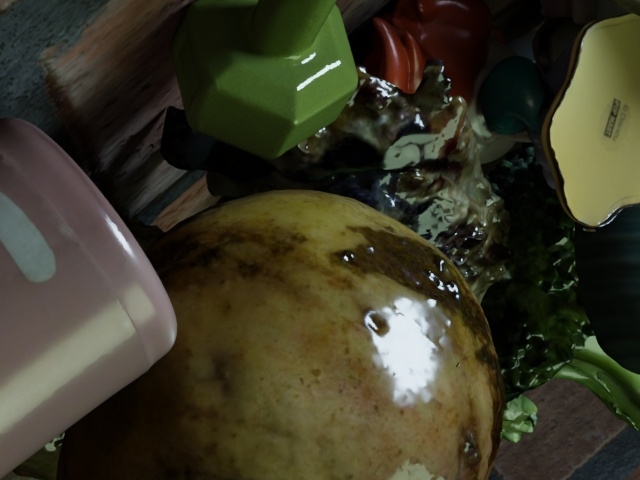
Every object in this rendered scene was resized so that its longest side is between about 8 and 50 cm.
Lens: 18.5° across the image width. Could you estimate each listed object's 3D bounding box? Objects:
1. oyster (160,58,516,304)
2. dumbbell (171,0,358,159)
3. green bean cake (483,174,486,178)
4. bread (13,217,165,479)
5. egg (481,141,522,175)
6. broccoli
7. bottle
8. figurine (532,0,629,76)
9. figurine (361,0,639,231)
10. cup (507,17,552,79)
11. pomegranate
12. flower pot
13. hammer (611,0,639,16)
[{"bbox_3d":[0.020,-0.010,1.477,0.361,0.221,0.096,61,33,-57],"label":"oyster"},{"bbox_3d":[-0.003,-0.167,1.169,0.108,0.121,0.302,-5,152,-22],"label":"dumbbell"},{"bbox_3d":[0.000,0.000,1.754,0.241,0.132,0.255,-46,169,37],"label":"green bean cake"},{"bbox_3d":[-0.168,0.083,1.513,0.230,0.123,0.230,-37,161,-15],"label":"bread"},{"bbox_3d":[0.274,-0.065,2.174,0.219,0.219,0.269,-49,164,31],"label":"egg"},{"bbox_3d":[0.224,0.042,1.878,0.338,0.317,0.277,-16,-161,-15],"label":"broccoli"},{"bbox_3d":[-0.238,0.077,1.109,0.297,0.173,0.206,-36,-159,-15],"label":"bottle"},{"bbox_3d":[0.344,-0.261,1.673,0.361,0.211,0.253,-36,158,-31],"label":"figurine"},{"bbox_3d":[0.132,-0.118,1.569,0.208,0.181,0.257,-29,-153,-36],"label":"figurine"},{"bbox_3d":[0.273,-0.208,1.880,0.202,0.221,0.167,114,-19,-70],"label":"cup"},{"bbox_3d":[-0.026,0.122,1.315,0.322,0.322,0.322,-40,168,-10],"label":"pomegranate"},{"bbox_3d":[0.298,-0.006,1.637,0.157,0.243,0.189,-1,165,21],"label":"flower pot"},{"bbox_3d":[0.211,-0.193,1.418,0.365,0.043,0.111,20,131,-34],"label":"hammer"}]
